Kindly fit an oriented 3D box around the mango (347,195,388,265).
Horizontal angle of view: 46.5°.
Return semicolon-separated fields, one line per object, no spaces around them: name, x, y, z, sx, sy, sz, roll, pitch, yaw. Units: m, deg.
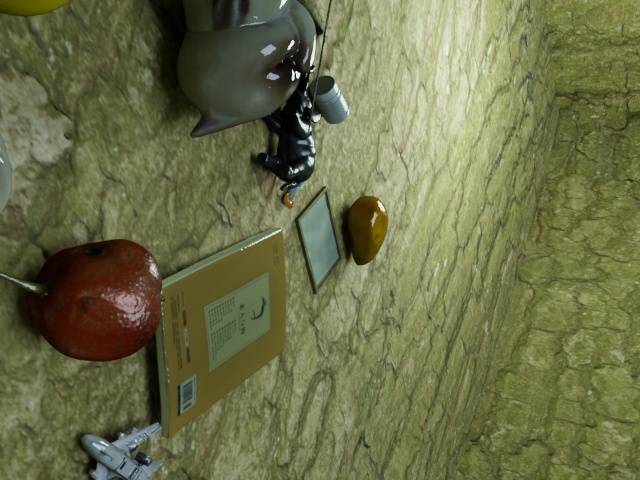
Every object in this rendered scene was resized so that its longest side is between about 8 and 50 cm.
mango;0.112;-0.026;1.751;0.115;0.089;0.165;-46;138;-45

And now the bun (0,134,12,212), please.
bun;-0.401;-0.070;0.782;0.173;0.120;0.173;-18;112;-56

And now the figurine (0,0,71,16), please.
figurine;-0.298;-0.402;0.836;0.215;0.187;0.344;85;22;-47

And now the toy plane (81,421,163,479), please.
toy plane;-0.303;0.335;1.123;0.162;0.065;0.171;-55;148;-22

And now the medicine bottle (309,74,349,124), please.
medicine bottle;0.019;-0.291;1.545;0.091;0.058;0.058;57;49;-51

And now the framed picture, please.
framed picture;0.000;0.000;1.637;0.136;0.010;0.201;-52;140;-43

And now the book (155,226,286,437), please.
book;-0.166;0.147;1.333;0.389;0.032;0.269;-28;122;-60

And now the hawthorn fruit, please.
hawthorn fruit;-0.333;0.064;0.938;0.285;0.165;0.165;16;83;-44

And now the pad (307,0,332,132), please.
pad;0.009;-0.381;1.362;0.220;0.004;0.330;103;-4;-49

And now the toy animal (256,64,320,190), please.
toy animal;-0.056;-0.224;1.409;0.137;0.082;0.270;20;74;-64

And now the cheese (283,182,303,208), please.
cheese;-0.048;-0.116;1.511;0.047;0.017;0.111;50;54;-50

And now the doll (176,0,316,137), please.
doll;-0.118;-0.354;1.115;0.215;0.226;0.370;-69;154;-64
